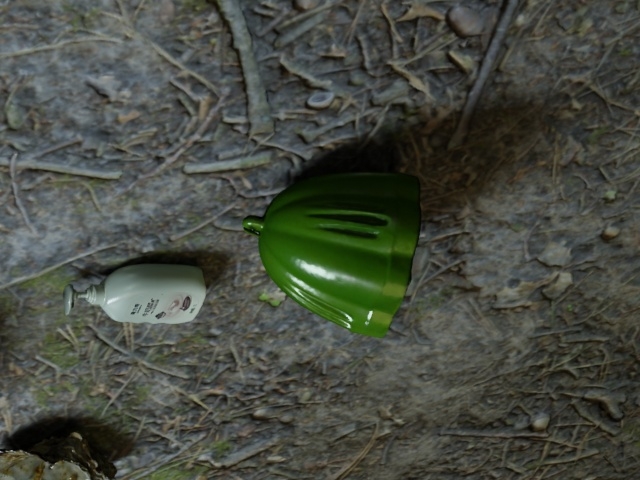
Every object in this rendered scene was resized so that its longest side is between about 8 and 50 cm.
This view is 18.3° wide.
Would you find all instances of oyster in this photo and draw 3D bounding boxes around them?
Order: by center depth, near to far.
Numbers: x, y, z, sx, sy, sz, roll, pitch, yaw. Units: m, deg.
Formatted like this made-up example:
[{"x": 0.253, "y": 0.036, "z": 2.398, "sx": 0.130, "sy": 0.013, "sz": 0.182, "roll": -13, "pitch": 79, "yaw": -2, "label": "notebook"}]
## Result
[{"x": -0.306, "y": 0.259, "z": 2.303, "sx": 0.177, "sy": 0.056, "sz": 0.105, "roll": 12, "pitch": 145, "yaw": -37, "label": "oyster"}]

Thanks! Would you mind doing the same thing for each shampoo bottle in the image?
[{"x": -0.200, "y": 0.056, "z": 2.097, "sx": 0.152, "sy": 0.045, "sz": 0.077, "roll": 3, "pitch": 138, "yaw": -29, "label": "shampoo bottle"}]

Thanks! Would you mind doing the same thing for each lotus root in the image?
[{"x": 0.000, "y": 0.000, "z": 2.048, "sx": 0.186, "sy": 0.186, "sz": 0.186, "roll": -14, "pitch": 144, "yaw": -10, "label": "lotus root"}]
